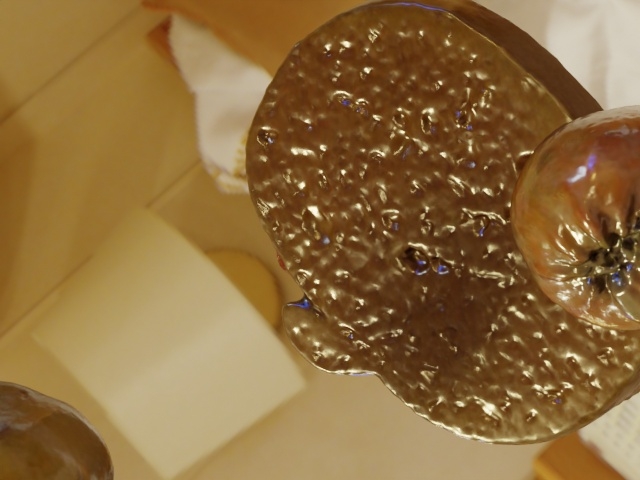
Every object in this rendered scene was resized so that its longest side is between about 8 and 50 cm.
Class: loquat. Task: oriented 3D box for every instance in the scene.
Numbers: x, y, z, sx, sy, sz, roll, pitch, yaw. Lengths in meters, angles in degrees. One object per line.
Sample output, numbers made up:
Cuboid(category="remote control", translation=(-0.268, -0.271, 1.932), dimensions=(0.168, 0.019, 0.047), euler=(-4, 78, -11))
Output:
Cuboid(category="loquat", translation=(-0.346, 0.254, 1.409), dimensions=(0.227, 0.179, 0.179), euler=(23, 167, -1))

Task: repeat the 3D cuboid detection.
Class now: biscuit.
Cuboid(category="biscuit", translation=(0.101, -0.007, 1.049), dimensions=(0.394, 0.350, 0.070), euler=(55, -147, 9))

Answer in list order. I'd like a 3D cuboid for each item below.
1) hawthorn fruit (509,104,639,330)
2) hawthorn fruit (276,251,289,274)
Cuboid(category="hawthorn fruit", translation=(0.205, -0.016, 0.798), dimensions=(0.149, 0.149, 0.189), euler=(42, -151, 23))
Cuboid(category="hawthorn fruit", translation=(0.000, 0.000, 1.257), dimensions=(0.093, 0.093, 0.093), euler=(45, 168, 12))
